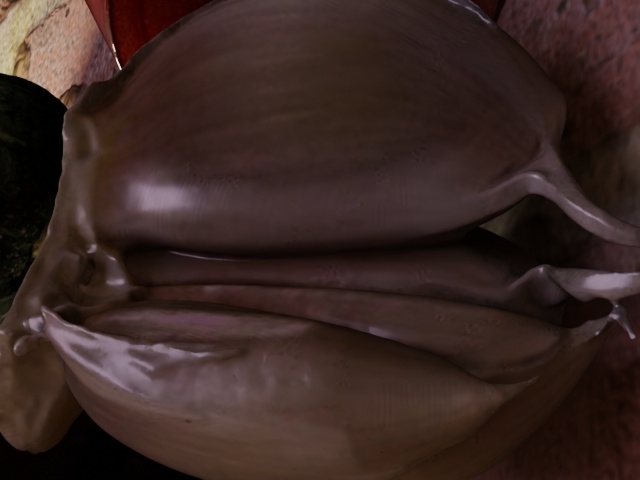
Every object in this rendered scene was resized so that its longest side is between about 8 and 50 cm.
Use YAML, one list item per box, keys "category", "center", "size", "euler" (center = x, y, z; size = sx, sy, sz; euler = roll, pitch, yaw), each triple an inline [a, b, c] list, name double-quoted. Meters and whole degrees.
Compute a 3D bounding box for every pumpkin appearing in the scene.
- category: "pumpkin"
  center: [-0.260, -0.027, 1.499]
  size: [0.211, 0.152, 0.211]
  euler: [-170, 90, -84]

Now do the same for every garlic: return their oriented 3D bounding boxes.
- category: "garlic"
  center: [0.000, 0.000, 0.843]
  size: [0.237, 0.292, 0.210]
  euler: [-74, -21, -74]

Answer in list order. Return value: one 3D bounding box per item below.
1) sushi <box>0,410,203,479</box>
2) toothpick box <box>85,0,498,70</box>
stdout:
- category: "sushi"
  center: [-0.150, 0.198, 0.969]
  size: [0.281, 0.294, 0.299]
  euler: [-55, 42, 42]
- category: "toothpick box"
  center: [-0.052, -0.197, 1.068]
  size: [0.204, 0.204, 0.333]
  euler: [-67, 27, 21]
